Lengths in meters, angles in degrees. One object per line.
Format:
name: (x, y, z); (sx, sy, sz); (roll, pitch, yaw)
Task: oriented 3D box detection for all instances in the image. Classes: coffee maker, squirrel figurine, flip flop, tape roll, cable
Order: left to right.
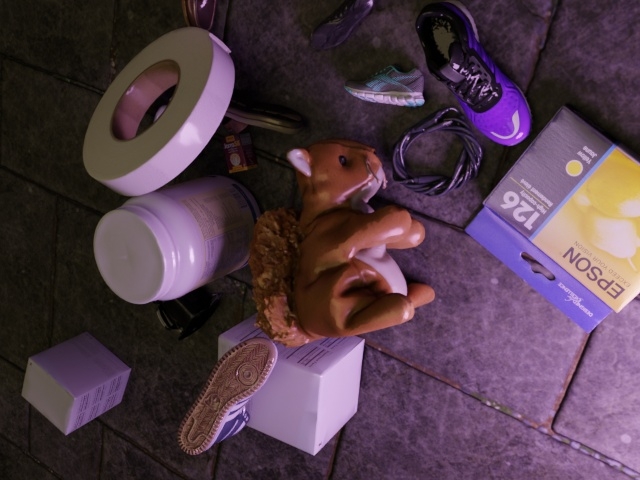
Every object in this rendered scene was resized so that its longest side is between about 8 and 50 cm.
tape roll: (-0.346, -0.277, 1.407); (0.392, 0.072, 0.392); (-21, 52, 29)
coffee maker: (-0.349, 0.129, 1.671); (0.171, 0.120, 0.178); (-45, 80, 9)
flip flop: (-0.163, -0.265, 1.443); (0.277, 0.112, 0.080); (20, 125, 19)
squirrel figurine: (0.000, 0.000, 1.314); (0.396, 0.281, 0.371); (-19, 87, 25)
cable: (0.219, -0.159, 1.279); (0.184, 0.047, 0.151); (-31, 92, 31)

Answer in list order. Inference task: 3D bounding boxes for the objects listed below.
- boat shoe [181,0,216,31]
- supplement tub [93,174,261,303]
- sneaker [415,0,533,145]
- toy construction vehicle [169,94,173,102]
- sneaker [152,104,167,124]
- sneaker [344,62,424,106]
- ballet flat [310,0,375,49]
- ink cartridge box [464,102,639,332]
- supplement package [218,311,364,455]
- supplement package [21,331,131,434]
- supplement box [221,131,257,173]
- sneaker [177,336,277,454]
boat shoe: (-0.252, -0.549, 1.420); (0.073, 0.073, 0.207); (8, 109, 32)
supplement tub: (-0.305, -0.006, 1.463); (0.235, 0.325, 0.236); (9, 109, 29)
sneaker: (0.252, -0.284, 1.155); (0.102, 0.146, 0.293); (-35, 85, 33)
toy construction vehicle: (-0.325, -0.358, 1.549); (0.098, 0.035, 0.086); (-9, 89, 30)
sneaker: (-0.366, -0.211, 1.595); (0.094, 0.080, 0.212); (23, 120, 0)
sneaker: (0.127, -0.304, 1.285); (0.166, 0.065, 0.076); (13, 94, 24)
ballet flat: (0.046, -0.433, 1.304); (0.057, 0.049, 0.173); (39, 131, -23)
ink cartridge box: (0.448, -0.027, 1.164); (0.303, 0.072, 0.307); (41, 119, 14)
supplement package: (-0.068, 0.302, 1.489); (0.262, 0.198, 0.199); (16, 113, 27)
supplement package: (-0.693, 0.401, 1.890); (0.194, 0.203, 0.149); (33, 119, 19)
supplement box: (-0.182, -0.198, 1.501); (0.055, 0.043, 0.083); (-8, 100, 34)
sneaker: (-0.172, 0.312, 1.383); (0.099, 0.153, 0.282); (40, 96, 17)
